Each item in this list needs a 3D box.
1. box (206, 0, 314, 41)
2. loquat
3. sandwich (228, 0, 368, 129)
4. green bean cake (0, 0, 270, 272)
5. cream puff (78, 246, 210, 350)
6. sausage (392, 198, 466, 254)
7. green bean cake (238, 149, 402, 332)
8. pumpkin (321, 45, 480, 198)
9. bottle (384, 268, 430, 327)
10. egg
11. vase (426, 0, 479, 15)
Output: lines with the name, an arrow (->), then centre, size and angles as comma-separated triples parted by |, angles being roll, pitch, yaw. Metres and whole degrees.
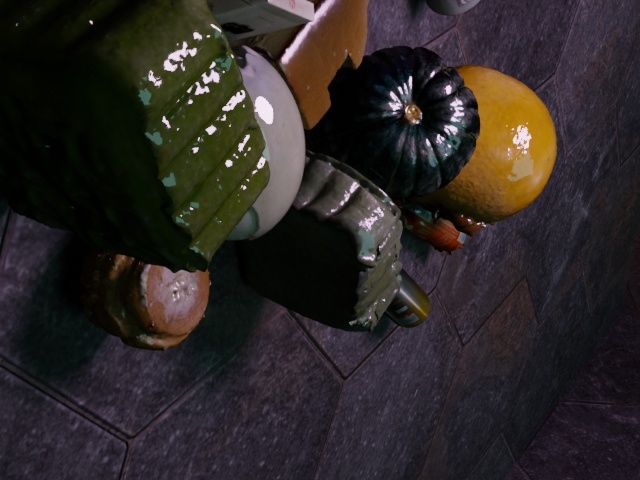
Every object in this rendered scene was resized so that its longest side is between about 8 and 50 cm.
box -> -0.100, -0.227, 0.980 | 0.090, 0.167, 0.024 | 1, 83, -60
loquat -> 0.242, -0.139, 1.519 | 0.275, 0.275, 0.275 | -39, 140, -42
sandwich -> -0.015, -0.264, 1.141 | 0.236, 0.122, 0.128 | -55, 147, -24
green bean cake -> -0.190, -0.108, 0.812 | 0.156, 0.250, 0.247 | -52, 149, -28
cream puff -> -0.198, 0.046, 1.048 | 0.150, 0.115, 0.165 | -48, 137, -44
sausage -> 0.189, -0.040, 1.700 | 0.264, 0.083, 0.083 | 25, 87, -60
green bean cake -> 0.000, 0.000, 1.246 | 0.125, 0.222, 0.227 | -50, 150, -30
pumpkin -> 0.114, -0.165, 1.333 | 0.220, 0.220, 0.162 | -65, -174, -6
bottle -> 0.114, 0.078, 1.642 | 0.082, 0.082, 0.286 | -63, 152, -8
egg -> -0.103, -0.095, 1.036 | 0.183, 0.183, 0.217 | -44, 128, -37
vase -> 0.168, -0.431, 1.377 | 0.096, 0.096, 0.219 | -61, 148, -12
